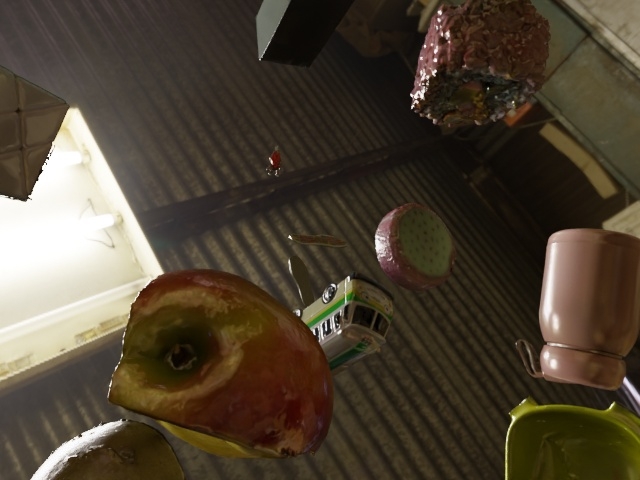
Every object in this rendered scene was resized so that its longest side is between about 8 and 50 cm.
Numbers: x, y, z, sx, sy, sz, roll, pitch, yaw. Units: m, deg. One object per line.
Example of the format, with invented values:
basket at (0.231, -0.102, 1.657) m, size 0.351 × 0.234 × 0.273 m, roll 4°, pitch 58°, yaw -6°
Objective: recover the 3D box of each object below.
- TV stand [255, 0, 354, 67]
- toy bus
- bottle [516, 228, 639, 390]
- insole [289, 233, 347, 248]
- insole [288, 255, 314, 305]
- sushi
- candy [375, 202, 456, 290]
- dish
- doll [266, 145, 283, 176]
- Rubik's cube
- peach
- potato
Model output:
TV stand at (-0.007, -0.345, 0.600) m, size 0.088 × 0.269 × 0.082 m, roll 0°, pitch -104°, yaw -24°
toy bus at (0.037, 0.231, 1.121) m, size 0.143 × 0.305 × 0.179 m, roll 33°, pitch -144°, yaw -24°
bottle at (0.511, 0.137, 0.886) m, size 0.173 × 0.207 × 0.296 m, roll 20°, pitch -102°, yaw -45°
insole at (0.000, 0.000, 1.108) m, size 0.194 × 0.006 × 0.065 m, roll 4°, pitch -154°, yaw -46°
insole at (-0.065, 0.143, 1.606) m, size 0.063 × 0.010 × 0.191 m, roll -13°, pitch -104°, yaw -23°
sushi at (0.299, -0.330, 0.852) m, size 0.237 × 0.270 × 0.170 m, roll 3°, pitch -99°, yaw -1°
candy at (0.111, 0.008, 0.523) m, size 0.103 × 0.043 × 0.103 m, roll 14°, pitch -116°, yaw -31°
dish at (0.369, 0.345, 0.598) m, size 0.108 × 0.221 × 0.262 m, roll 14°, pitch -111°, yaw -38°
doll at (-0.161, -0.291, 1.637) m, size 0.039 × 0.057 × 0.114 m, roll 18°, pitch -104°, yaw -55°
Rubik's cube at (-0.660, -0.226, 0.816) m, size 0.225 × 0.221 × 0.231 m, roll 24°, pitch 179°, yaw 12°
peach at (-0.124, 0.197, 0.686) m, size 0.307 × 0.380 × 0.242 m, roll 13°, pitch -121°, yaw 0°
potato at (-0.249, 0.288, 0.450) m, size 0.202 × 0.117 × 0.182 m, roll -28°, pitch -108°, yaw -3°
